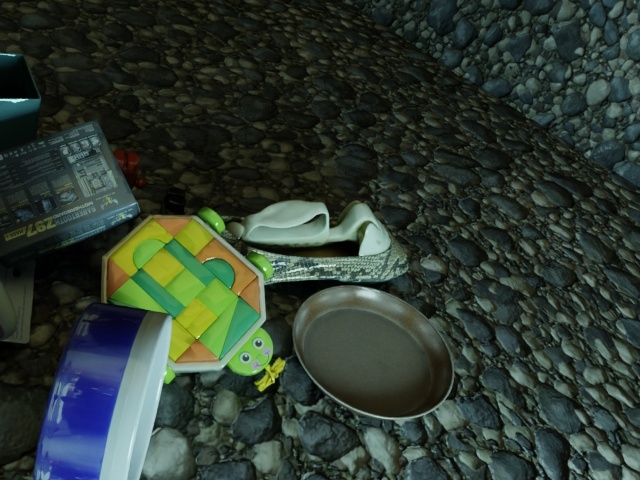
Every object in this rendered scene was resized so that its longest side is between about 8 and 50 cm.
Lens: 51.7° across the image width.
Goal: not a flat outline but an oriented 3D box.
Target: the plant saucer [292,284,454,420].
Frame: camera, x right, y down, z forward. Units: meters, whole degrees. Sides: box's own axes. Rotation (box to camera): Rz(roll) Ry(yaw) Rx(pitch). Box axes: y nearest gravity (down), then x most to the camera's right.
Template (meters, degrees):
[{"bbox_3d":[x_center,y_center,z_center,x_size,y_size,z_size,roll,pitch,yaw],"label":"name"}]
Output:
[{"bbox_3d":[0.093,0.208,1.216,0.310,0.050,0.310,12,37,-10],"label":"plant saucer"}]

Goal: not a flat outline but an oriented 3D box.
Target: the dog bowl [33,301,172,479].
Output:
[{"bbox_3d":[-0.274,0.216,0.860,0.104,0.265,0.265,12,38,-7],"label":"dog bowl"}]

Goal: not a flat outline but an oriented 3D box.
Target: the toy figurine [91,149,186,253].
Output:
[{"bbox_3d":[-0.378,-0.045,1.243,0.209,0.148,0.213,35,37,8],"label":"toy figurine"}]

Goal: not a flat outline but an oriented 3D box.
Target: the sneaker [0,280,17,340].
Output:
[{"bbox_3d":[-0.522,0.004,0.961,0.305,0.114,0.152,53,28,0],"label":"sneaker"}]

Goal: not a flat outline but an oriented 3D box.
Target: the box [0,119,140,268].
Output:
[{"bbox_3d":[-0.445,-0.081,1.100,0.232,0.059,0.183,-25,71,-18],"label":"box"}]

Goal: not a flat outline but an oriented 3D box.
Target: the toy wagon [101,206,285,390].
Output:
[{"bbox_3d":[-0.195,0.109,1.101,0.344,0.068,0.267,41,65,4],"label":"toy wagon"}]

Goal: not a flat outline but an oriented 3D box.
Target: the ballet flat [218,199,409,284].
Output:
[{"bbox_3d":[0.000,0.000,1.320,0.483,0.182,0.164,-2,42,-27],"label":"ballet flat"}]

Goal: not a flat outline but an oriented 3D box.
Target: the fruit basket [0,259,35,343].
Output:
[{"bbox_3d":[-0.645,0.029,1.049,0.353,0.165,0.327,16,35,-32],"label":"fruit basket"}]

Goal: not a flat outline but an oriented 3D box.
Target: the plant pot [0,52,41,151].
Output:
[{"bbox_3d":[-0.631,-0.210,1.245,0.165,0.234,0.165,-8,46,-31],"label":"plant pot"}]
